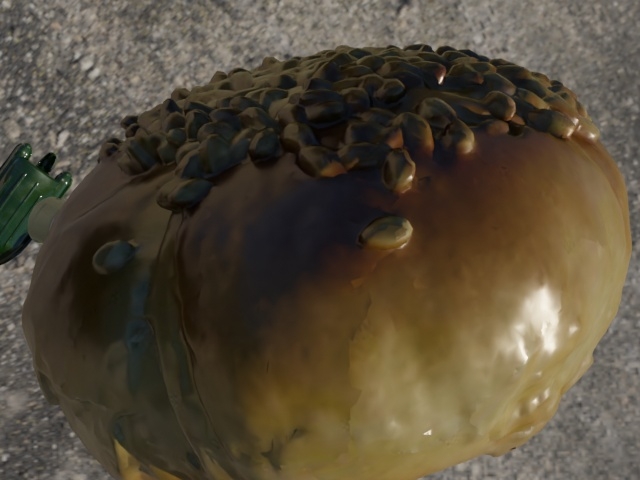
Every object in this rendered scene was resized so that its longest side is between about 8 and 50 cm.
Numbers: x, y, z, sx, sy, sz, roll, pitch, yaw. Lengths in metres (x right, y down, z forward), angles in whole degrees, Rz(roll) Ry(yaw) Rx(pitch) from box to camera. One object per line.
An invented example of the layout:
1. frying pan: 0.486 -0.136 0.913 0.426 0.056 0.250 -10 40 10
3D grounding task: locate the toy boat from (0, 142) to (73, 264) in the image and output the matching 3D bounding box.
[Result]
1. toy boat: -0.474 -0.050 1.389 0.104 0.052 0.210 35 91 -11

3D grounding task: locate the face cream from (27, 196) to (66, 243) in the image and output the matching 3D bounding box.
1. face cream: -0.285 0.006 1.183 0.114 0.224 0.070 30 82 -61

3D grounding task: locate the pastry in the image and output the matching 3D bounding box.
1. pastry: 0.000 0.000 0.609 0.410 0.410 0.244 -27 112 -40
